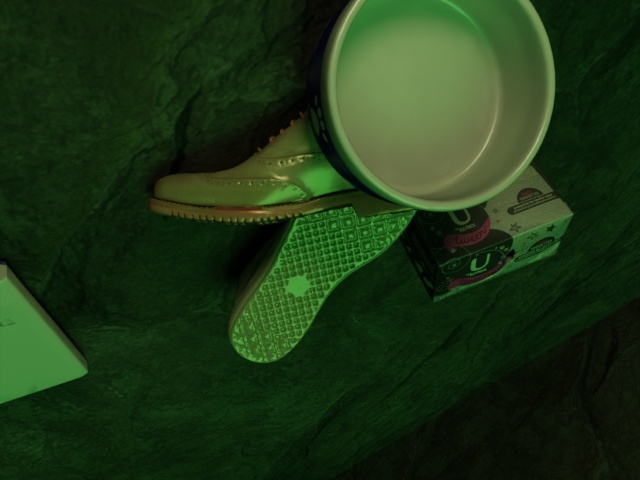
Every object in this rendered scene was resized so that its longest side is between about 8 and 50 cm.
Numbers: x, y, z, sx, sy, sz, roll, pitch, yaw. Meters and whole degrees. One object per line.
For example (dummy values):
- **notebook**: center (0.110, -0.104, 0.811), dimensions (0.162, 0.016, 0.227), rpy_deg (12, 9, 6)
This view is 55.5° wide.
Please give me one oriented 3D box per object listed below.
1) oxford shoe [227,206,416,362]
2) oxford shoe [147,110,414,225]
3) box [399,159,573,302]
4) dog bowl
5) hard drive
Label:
- **oxford shoe**: center (0.000, 0.000, 0.973), dimensions (0.169, 0.130, 0.449), rpy_deg (33, 106, -18)
- **oxford shoe**: center (-0.034, -0.098, 0.814), dimensions (0.396, 0.147, 0.140), rpy_deg (-5, -174, -2)
- **box**: center (0.278, -0.026, 1.061), dimensions (0.247, 0.164, 0.142), rpy_deg (-21, 148, -6)
- **dog bowl**: center (0.120, -0.167, 0.684), dimensions (0.264, 0.104, 0.265), rpy_deg (-2, 98, -16)
- **hard drive**: center (-0.518, 0.161, 0.936), dimensions (0.210, 0.040, 0.319), rpy_deg (-17, 146, -10)
